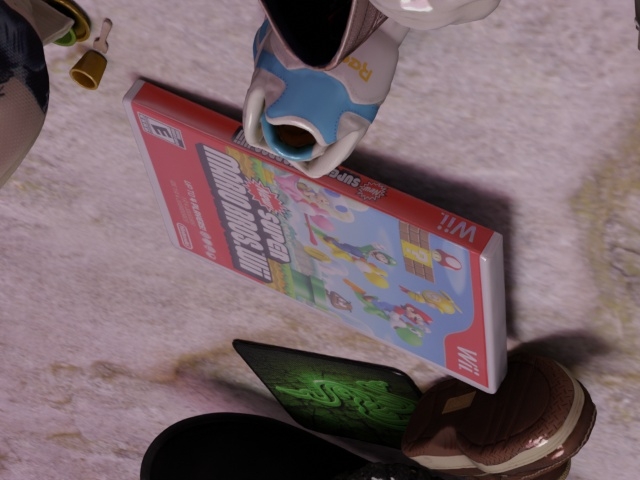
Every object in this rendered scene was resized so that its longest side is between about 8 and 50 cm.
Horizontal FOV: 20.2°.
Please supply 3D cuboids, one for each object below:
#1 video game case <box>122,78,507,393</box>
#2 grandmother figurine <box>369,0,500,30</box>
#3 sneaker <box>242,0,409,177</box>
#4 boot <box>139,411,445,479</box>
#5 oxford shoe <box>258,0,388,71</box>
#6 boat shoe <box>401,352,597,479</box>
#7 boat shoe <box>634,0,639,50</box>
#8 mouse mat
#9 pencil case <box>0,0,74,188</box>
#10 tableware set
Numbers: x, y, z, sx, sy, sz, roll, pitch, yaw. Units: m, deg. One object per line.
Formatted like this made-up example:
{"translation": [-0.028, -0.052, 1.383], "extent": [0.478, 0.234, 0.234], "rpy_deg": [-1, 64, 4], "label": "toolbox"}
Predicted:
{"translation": [0.000, 0.000, 1.275], "extent": [0.285, 0.025, 0.204], "rpy_deg": [24, 155, 19], "label": "video game case"}
{"translation": [0.030, -0.224, 0.700], "extent": [0.207, 0.104, 0.342], "rpy_deg": [-13, 135, 3], "label": "grandmother figurine"}
{"translation": [-0.009, -0.086, 1.043], "extent": [0.087, 0.092, 0.229], "rpy_deg": [26, 172, -1], "label": "sneaker"}
{"translation": [0.003, 0.236, 1.544], "extent": [0.348, 0.131, 0.260], "rpy_deg": [14, 176, 3], "label": "boot"}
{"translation": [-0.027, -0.221, 0.782], "extent": [0.130, 0.133, 0.364], "rpy_deg": [10, 150, 33], "label": "oxford shoe"}
{"translation": [0.155, 0.146, 1.360], "extent": [0.095, 0.095, 0.257], "rpy_deg": [31, 167, -13], "label": "boat shoe"}
{"translation": [0.190, -0.128, 0.797], "extent": [0.109, 0.091, 0.305], "rpy_deg": [-13, 152, -1], "label": "boat shoe"}
{"translation": [0.024, 0.141, 1.572], "extent": [0.189, 0.007, 0.152], "rpy_deg": [7, 148, 36], "label": "mouse mat"}
{"translation": [-0.268, -0.167, 0.809], "extent": [0.160, 0.183, 0.410], "rpy_deg": [21, 156, 30], "label": "pencil case"}
{"translation": [-0.216, -0.151, 1.232], "extent": [0.154, 0.024, 0.104], "rpy_deg": [28, 155, -1], "label": "tableware set"}
